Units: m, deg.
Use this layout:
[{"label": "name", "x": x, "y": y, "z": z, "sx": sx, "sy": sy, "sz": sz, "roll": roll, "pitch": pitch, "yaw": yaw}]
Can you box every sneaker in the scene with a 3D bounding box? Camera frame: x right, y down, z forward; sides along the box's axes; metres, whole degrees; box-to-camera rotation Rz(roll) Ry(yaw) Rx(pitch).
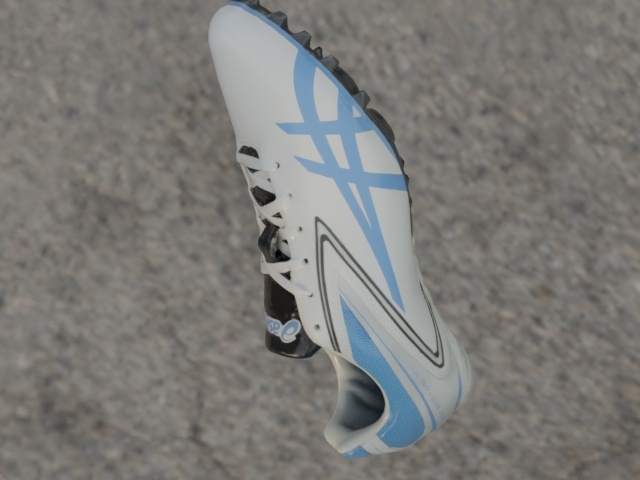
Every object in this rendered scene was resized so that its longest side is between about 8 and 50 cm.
[{"label": "sneaker", "x": 0.000, "y": 0.000, "z": 0.748, "sx": 0.086, "sy": 0.237, "sz": 0.085, "roll": -32, "pitch": 23, "yaw": -18}]

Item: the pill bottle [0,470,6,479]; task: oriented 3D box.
[{"label": "pill bottle", "x": -0.297, "y": 0.075, "z": 0.753, "sx": 0.224, "sy": 0.224, "sz": 0.392, "roll": -52, "pitch": 43, "yaw": 6}]
